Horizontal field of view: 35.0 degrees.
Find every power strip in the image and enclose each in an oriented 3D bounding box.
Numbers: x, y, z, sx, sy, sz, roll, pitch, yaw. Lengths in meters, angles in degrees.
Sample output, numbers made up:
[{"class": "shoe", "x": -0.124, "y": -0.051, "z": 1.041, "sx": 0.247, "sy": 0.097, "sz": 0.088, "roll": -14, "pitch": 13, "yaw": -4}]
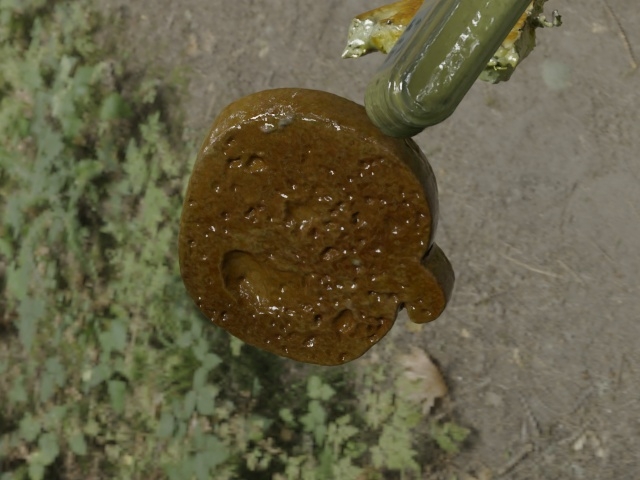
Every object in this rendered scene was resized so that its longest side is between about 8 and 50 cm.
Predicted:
[{"class": "power strip", "x": 0.155, "y": -0.238, "z": 0.699, "sx": 0.387, "sy": 0.066, "sz": 0.092, "roll": -55, "pitch": 8, "yaw": -5}]

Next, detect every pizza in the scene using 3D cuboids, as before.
[{"class": "pizza", "x": 0.166, "y": -0.231, "z": 1.169, "sx": 0.287, "sy": 0.280, "sz": 0.075, "roll": -100, "pitch": -2, "yaw": -63}]

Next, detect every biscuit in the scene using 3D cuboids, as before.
[{"class": "biscuit", "x": 0.000, "y": -0.001, "z": 1.117, "sx": 0.063, "sy": 0.314, "sz": 0.367, "roll": -72, "pitch": 2, "yaw": -47}]
